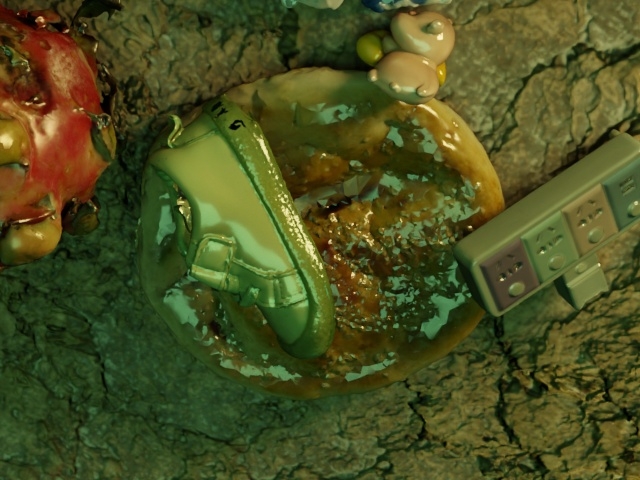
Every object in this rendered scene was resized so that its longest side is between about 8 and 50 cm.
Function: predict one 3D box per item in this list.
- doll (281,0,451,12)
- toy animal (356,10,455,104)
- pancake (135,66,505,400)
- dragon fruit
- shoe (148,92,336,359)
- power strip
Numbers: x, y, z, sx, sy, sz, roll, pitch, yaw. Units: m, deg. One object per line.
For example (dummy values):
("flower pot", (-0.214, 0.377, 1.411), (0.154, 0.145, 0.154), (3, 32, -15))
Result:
("doll", (0.070, -0.263, 1.467), (0.227, 0.057, 0.114), (-16, 122, -2))
("toy animal", (0.084, -0.183, 1.479), (0.091, 0.114, 0.082), (31, 120, 1))
("pancake", (0.001, 0.001, 1.584), (0.387, 0.082, 0.387), (-1, 114, -2))
("dragon fruit", (-0.311, -0.082, 1.429), (0.269, 0.291, 0.250), (-1, 112, -1))
("shoe", (-0.072, -0.007, 1.476), (0.128, 0.140, 0.262), (-18, 105, 3))
("power strip", (0.242, 0.002, 1.574), (0.215, 0.061, 0.145), (-32, 130, -7))
